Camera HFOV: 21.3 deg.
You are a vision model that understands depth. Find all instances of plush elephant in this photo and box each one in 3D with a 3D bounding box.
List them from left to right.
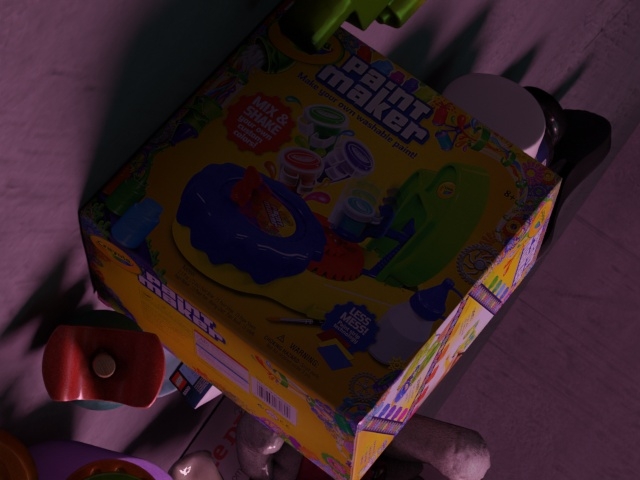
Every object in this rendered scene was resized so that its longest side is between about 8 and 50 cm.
[{"bbox_3d":[-0.028,0.292,1.934,0.272,0.330,0.255,18,86,-46],"label":"plush elephant"}]

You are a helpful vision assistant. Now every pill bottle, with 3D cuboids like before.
[{"bbox_3d":[0.167,-0.054,2.108,0.176,0.176,0.318,-43,163,-36],"label":"pill bottle"},{"bbox_3d":[0.240,-0.113,2.317,0.219,0.123,0.123,-45,164,-34],"label":"pill bottle"}]

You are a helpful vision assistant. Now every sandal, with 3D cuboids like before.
[{"bbox_3d":[0.303,-0.098,2.573,0.446,0.167,0.107,-50,142,-44],"label":"sandal"}]

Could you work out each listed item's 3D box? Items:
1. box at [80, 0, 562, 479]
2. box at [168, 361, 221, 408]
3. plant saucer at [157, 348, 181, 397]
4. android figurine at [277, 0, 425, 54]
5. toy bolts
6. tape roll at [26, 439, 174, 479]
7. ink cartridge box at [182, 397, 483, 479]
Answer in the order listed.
[{"bbox_3d":[0.000,0.000,1.455,0.279,0.290,0.177,-49,165,-21],"label":"box"},{"bbox_3d":[-0.035,0.071,1.750,0.233,0.044,0.159,-27,160,-50],"label":"box"},{"bbox_3d":[-0.092,0.020,1.718,0.317,0.044,0.317,-50,165,-18],"label":"plant saucer"},{"bbox_3d":[0.057,-0.282,1.376,0.273,0.056,0.248,-48,150,-14],"label":"android figurine"},{"bbox_3d":[-0.227,0.168,1.477,0.158,0.218,0.228,-176,-83,-81],"label":"toy bolts"},{"bbox_3d":[-0.239,0.333,1.625,0.275,0.090,0.275,-16,110,-53],"label":"tape roll"},{"bbox_3d":[0.021,0.350,2.154,0.285,0.395,0.166,-55,163,4],"label":"ink cartridge box"}]
